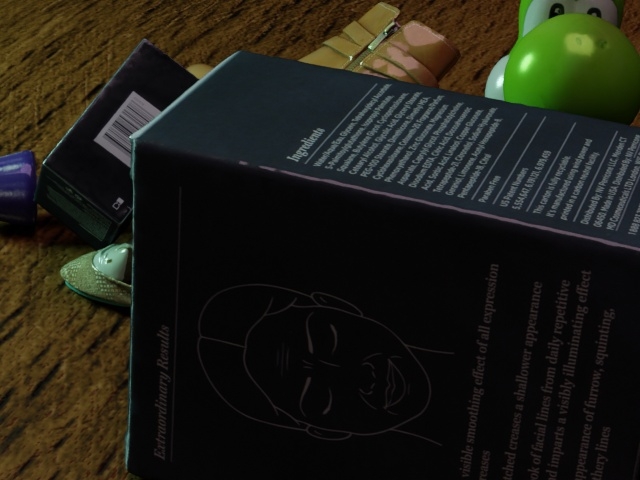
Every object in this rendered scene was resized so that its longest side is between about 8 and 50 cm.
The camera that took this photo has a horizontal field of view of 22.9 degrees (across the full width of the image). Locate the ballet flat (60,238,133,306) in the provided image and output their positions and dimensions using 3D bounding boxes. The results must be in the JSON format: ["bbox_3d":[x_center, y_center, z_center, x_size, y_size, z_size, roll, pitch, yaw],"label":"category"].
[{"bbox_3d":[-0.149,0.033,1.455,0.206,0.067,0.073,16,32,22],"label":"ballet flat"}]

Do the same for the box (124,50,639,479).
[{"bbox_3d":[0.071,0.055,1.208,0.395,0.293,0.212,13,29,15],"label":"box"}]

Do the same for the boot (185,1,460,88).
[{"bbox_3d":[-0.006,-0.179,1.707,0.283,0.109,0.220,33,83,37],"label":"boot"}]

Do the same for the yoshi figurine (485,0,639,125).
[{"bbox_3d":[0.187,-0.042,1.310,0.203,0.362,0.203,-6,18,-35],"label":"yoshi figurine"}]

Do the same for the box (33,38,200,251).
[{"bbox_3d":[-0.185,-0.084,1.490,0.093,0.158,0.156,37,73,-3],"label":"box"}]

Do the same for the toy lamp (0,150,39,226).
[{"bbox_3d":[-0.217,-0.054,1.601,0.275,0.080,0.080,-1,28,-15],"label":"toy lamp"}]
